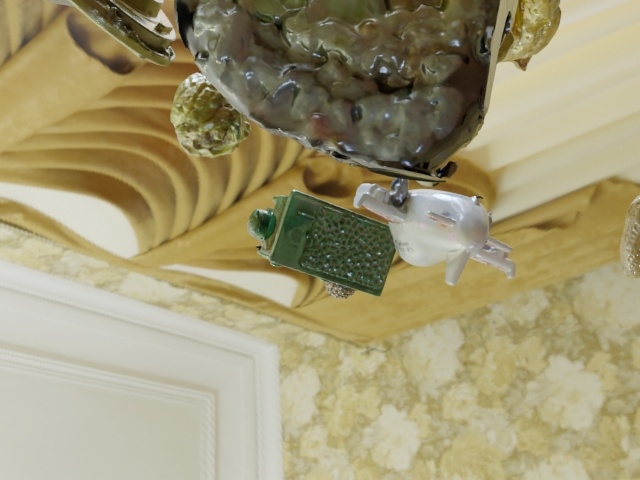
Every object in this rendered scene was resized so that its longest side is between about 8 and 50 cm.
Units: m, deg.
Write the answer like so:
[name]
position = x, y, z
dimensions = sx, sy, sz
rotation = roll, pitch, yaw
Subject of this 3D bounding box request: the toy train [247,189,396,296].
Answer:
[toy train]
position = 0.000, 0.000, 1.411
dimensions = 0.266, 0.202, 0.145
rotation = 19, -92, -24

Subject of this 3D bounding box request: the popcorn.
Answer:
[popcorn]
position = -0.203, -0.232, 1.427
dimensions = 0.173, 0.142, 0.173
rotation = 38, -138, -47

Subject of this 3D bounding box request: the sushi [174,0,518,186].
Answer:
[sushi]
position = 0.043, -0.234, 0.788
dimensions = 0.285, 0.329, 0.327
rotation = -11, -69, -82

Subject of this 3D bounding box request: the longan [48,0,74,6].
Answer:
[longan]
position = -0.361, -0.542, 1.149
dimensions = 0.391, 0.391, 0.390
rotation = 32, -135, -39

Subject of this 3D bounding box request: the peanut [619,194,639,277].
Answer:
[peanut]
position = 0.792, -0.009, 1.846
dimensions = 0.095, 0.108, 0.225
rotation = -95, 9, -67

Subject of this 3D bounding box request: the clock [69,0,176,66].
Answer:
[clock]
position = -0.234, -0.288, 0.814
dimensions = 0.237, 0.057, 0.237
rotation = 45, -167, -13

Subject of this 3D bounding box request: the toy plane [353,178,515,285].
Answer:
[toy plane]
position = 0.160, -0.013, 1.031
dimensions = 0.252, 0.252, 0.118
rotation = 22, -87, -45

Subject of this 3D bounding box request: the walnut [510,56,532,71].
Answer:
[walnut]
position = 0.435, -0.491, 1.784
dimensions = 0.211, 0.087, 0.167
rotation = 21, -151, -37

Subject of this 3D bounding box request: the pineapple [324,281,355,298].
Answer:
[pineapple]
position = 0.064, 0.112, 2.143
dimensions = 0.197, 0.108, 0.108
rotation = 108, 141, -81

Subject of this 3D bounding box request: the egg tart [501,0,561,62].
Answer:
[egg tart]
position = 0.282, -0.499, 1.386
dimensions = 0.169, 0.388, 0.388
rotation = -48, -68, -20
